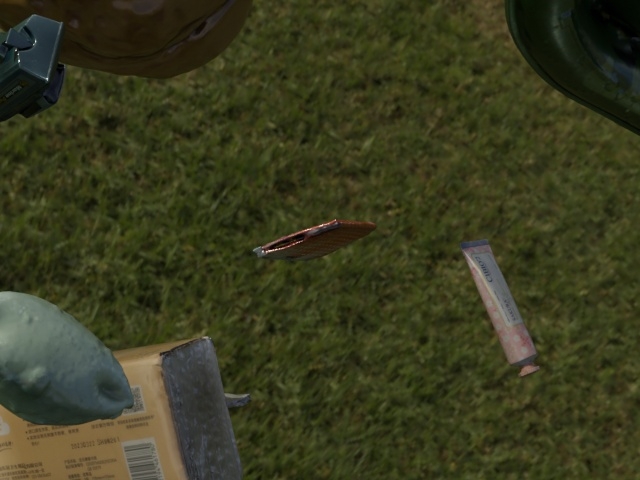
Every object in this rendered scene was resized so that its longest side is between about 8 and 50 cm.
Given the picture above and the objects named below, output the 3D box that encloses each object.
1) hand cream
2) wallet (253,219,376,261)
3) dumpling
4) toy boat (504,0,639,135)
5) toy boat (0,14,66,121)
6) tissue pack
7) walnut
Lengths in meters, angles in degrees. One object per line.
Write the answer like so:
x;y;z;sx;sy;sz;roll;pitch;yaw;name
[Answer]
0.262;0.095;1.488;0.067;0.043;0.209;-8;71;-43;hand cream
0.000;0.000;1.198;0.020;0.103;0.196;68;13;7;wallet
-0.296;0.131;1.027;0.217;0.149;0.105;41;24;-36;dumpling
0.147;-0.081;0.382;0.210;0.104;0.052;18;33;-36;toy boat
-0.237;-0.115;0.763;0.060;0.141;0.055;28;56;-37;toy boat
-0.264;0.246;1.362;0.238;0.305;0.238;-12;90;-68;tissue pack
-0.268;-0.373;1.305;0.398;0.354;0.308;12;80;5;walnut
